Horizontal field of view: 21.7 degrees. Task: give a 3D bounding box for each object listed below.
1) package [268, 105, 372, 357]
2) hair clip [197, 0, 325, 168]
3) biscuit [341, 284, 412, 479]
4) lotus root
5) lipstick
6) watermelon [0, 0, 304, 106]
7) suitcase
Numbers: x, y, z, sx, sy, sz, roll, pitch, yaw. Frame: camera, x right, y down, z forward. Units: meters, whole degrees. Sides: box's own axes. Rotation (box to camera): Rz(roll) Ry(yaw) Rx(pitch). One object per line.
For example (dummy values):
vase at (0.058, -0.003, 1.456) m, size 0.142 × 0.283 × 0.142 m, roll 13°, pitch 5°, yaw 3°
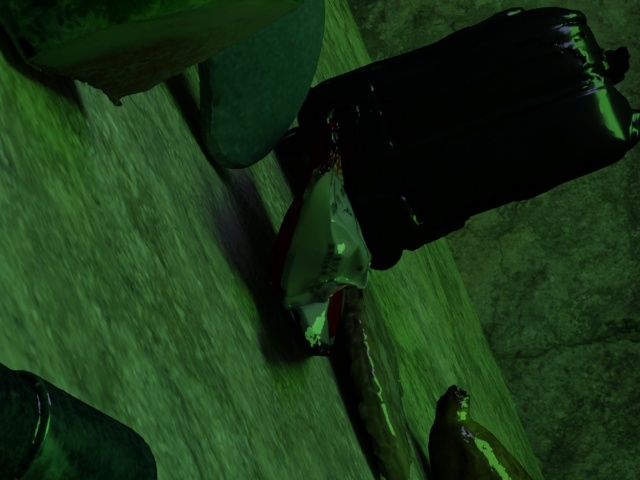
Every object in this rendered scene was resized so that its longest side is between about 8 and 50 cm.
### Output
package at (0.000, 0.000, 1.232) m, size 0.269 × 0.071 × 0.194 m, roll -102°, pitch -159°, yaw -83°
hair clip at (-0.045, -0.310, 1.229) m, size 0.238 × 0.392 × 0.318 m, roll 40°, pitch -10°, yaw 41°
biscuit at (0.042, 0.097, 1.425) m, size 0.250 × 0.032 × 0.133 m, roll -92°, pitch 164°, yaw -67°
lotus root at (0.154, 0.234, 1.635) m, size 0.191 × 0.094 × 0.108 m, roll 57°, pitch -12°, yaw -12°
lipstick at (-0.120, 0.043, 0.488) m, size 0.234 × 0.053 × 0.053 m, roll 50°, pitch 18°, yaw -59°
watermelon at (-0.139, -0.237, 0.896) m, size 0.180 × 0.224 × 0.305 m, roll -44°, pitch -115°, yaw 50°
suitcase at (0.151, -0.100, 1.651) m, size 0.345 × 0.339 × 0.188 m, roll 11°, pitch 60°, yaw -81°
